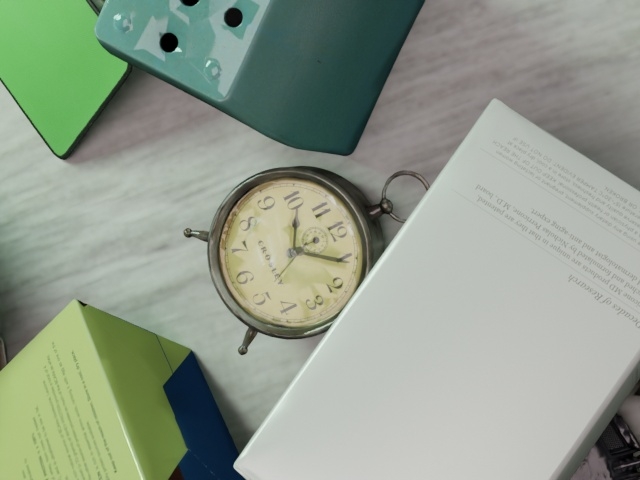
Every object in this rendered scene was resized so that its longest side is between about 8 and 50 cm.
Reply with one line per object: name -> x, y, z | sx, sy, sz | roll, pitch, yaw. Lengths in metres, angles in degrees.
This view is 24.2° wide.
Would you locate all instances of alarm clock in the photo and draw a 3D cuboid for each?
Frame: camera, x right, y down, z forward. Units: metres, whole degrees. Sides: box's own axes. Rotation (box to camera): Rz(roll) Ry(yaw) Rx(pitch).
alarm clock -> 0.000, 0.000, 1.133 | 0.192, 0.064, 0.129 | -26, 87, 20

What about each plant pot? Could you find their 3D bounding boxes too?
plant pot -> -0.049, -0.165, 1.045 | 0.166, 0.234, 0.165 | 29, 102, 14

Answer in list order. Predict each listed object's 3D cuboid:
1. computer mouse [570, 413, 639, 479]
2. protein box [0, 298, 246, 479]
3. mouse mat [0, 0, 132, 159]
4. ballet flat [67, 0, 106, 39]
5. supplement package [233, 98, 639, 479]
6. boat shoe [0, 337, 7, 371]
computer mouse -> 0.194, 0.209, 1.093 | 0.262, 0.060, 0.184 | -20, 80, 7
protein box -> -0.176, 0.195, 1.125 | 0.201, 0.136, 0.200 | -43, 48, 16
mouse mat -> -0.229, -0.172, 1.182 | 0.189, 0.007, 0.152 | 55, 137, 7
ballet flat -> -0.202, -0.250, 1.173 | 0.072, 0.068, 0.213 | -29, 86, 18
supplement package -> 0.108, 0.087, 1.005 | 0.175, 0.177, 0.293 | 34, 86, 15
boat shoe -> -0.271, 0.129, 1.246 | 0.035, 0.035, 0.100 | -10, 85, 21
